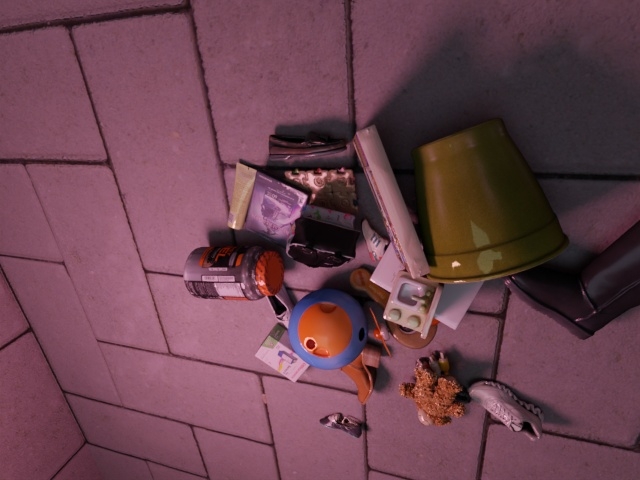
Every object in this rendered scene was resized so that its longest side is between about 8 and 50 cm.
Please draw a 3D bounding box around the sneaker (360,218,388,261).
[{"bbox_3d":[0.188,-0.008,1.361,0.076,0.057,0.161,-17,109,9],"label":"sneaker"}]

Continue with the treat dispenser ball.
[{"bbox_3d":[0.027,0.317,1.444,0.289,0.288,0.287,9,119,16],"label":"treat dispenser ball"}]

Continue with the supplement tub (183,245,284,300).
[{"bbox_3d":[-0.324,0.123,1.519,0.339,0.207,0.206,-1,116,20],"label":"supplement tub"}]

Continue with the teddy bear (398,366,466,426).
[{"bbox_3d":[0.421,0.598,1.505,0.245,0.113,0.337,23,137,6],"label":"teddy bear"}]

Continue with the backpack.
[{"bbox_3d":[0.000,0.000,1.326,0.226,0.190,0.253,13,160,-6],"label":"backpack"}]

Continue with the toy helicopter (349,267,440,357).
[{"bbox_3d":[0.233,0.237,1.390,0.355,0.140,0.235,40,80,18],"label":"toy helicopter"}]

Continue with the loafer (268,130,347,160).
[{"bbox_3d":[-0.050,-0.306,1.264,0.268,0.096,0.084,-2,110,23],"label":"loafer"}]

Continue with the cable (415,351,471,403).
[{"bbox_3d":[0.464,0.536,1.526,0.140,0.072,0.287,-26,106,28],"label":"cable"}]

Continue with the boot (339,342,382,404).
[{"bbox_3d":[0.118,0.523,1.623,0.221,0.109,0.283,13,118,12],"label":"boot"}]

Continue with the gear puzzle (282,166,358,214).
[{"bbox_3d":[-0.034,-0.169,1.360,0.339,0.044,0.175,3,125,23],"label":"gear puzzle"}]

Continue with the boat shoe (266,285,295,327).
[{"bbox_3d":[-0.151,0.289,1.615,0.095,0.084,0.258,-22,107,28],"label":"boat shoe"}]

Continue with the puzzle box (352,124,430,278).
[{"bbox_3d":[0.191,-0.112,1.133,0.052,0.272,0.408,-22,98,5],"label":"puzzle box"}]

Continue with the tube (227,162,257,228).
[{"bbox_3d":[-0.284,-0.156,1.451,0.070,0.062,0.240,2,121,-28],"label":"tube"}]

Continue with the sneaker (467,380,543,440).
[{"bbox_3d":[0.682,0.620,1.467,0.292,0.118,0.110,27,124,7],"label":"sneaker"}]

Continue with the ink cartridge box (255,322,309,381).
[{"bbox_3d":[-0.148,0.481,1.711,0.213,0.093,0.154,34,122,-2],"label":"ink cartridge box"}]

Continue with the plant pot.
[{"bbox_3d":[0.410,-0.120,1.070,0.367,0.366,0.352,-16,98,27],"label":"plant pot"}]

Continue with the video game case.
[{"bbox_3d":[-0.161,-0.102,1.423,0.196,0.026,0.274,26,131,5],"label":"video game case"}]

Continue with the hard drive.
[{"bbox_3d":[0.343,0.118,1.292,0.308,0.040,0.202,30,95,15],"label":"hard drive"}]

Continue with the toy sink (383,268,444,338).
[{"bbox_3d":[0.273,0.170,1.165,0.131,0.234,0.152,18,97,17],"label":"toy sink"}]

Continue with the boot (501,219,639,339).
[{"bbox_3d":[0.789,0.047,1.103,0.367,0.146,0.445,31,127,-9],"label":"boot"}]

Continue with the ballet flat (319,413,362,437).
[{"bbox_3d":[0.095,0.831,1.826,0.203,0.074,0.074,12,120,21],"label":"ballet flat"}]
